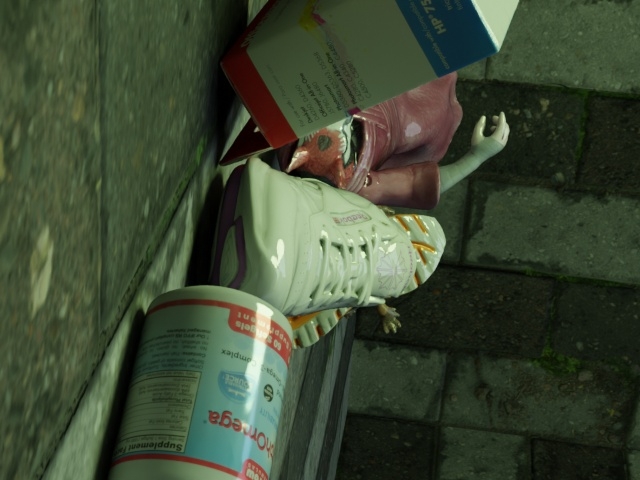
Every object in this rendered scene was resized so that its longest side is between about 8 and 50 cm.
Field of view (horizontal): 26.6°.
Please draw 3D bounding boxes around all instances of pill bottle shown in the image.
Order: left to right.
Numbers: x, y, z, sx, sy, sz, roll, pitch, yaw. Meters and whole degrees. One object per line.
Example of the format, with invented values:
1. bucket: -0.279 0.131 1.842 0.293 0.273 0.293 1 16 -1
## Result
1. pill bottle: -0.068 0.112 0.745 0.087 0.087 0.160 89 8 -60

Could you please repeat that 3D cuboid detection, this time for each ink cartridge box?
1. ink cartridge box: 0.020 -0.148 0.969 0.078 0.231 0.134 59 29 -20

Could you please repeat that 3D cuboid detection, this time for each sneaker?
1. sneaker: 0.000 0.000 1.039 0.305 0.152 0.114 -54 157 -79
2. sneaker: 0.031 0.035 1.426 0.084 0.215 0.083 62 -4 -8

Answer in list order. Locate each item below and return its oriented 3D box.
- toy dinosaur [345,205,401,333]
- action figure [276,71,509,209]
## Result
1. toy dinosaur: 0.029 -0.003 1.671 0.200 0.127 0.295 68 23 -67
2. action figure: 0.018 -0.123 1.336 0.276 0.248 0.370 -37 -174 29
